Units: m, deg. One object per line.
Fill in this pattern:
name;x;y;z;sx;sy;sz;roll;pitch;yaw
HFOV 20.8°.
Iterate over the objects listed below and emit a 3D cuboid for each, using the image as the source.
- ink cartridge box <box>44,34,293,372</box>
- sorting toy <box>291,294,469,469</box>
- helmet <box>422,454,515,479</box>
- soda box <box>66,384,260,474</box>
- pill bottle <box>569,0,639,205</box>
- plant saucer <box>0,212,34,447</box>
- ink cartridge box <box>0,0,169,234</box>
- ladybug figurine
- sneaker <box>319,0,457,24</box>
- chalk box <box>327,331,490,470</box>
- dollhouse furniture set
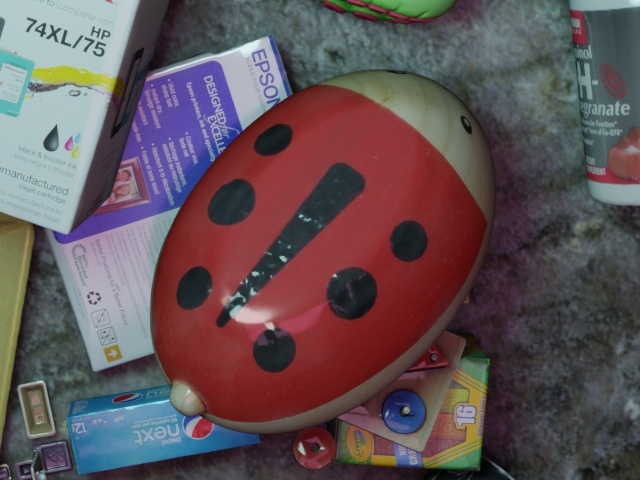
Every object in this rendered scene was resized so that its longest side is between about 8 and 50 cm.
ink cartridge box;-0.154;-0.042;1.935;0.307;0.072;0.303;-18;100;-3
sorting toy;0.077;0.131;1.857;0.132;0.046;0.274;23;79;0
helmet;0.161;0.338;1.984;0.169;0.169;0.161;46;78;-10
soda box;-0.177;0.206;1.977;0.210;0.067;0.071;-10;101;-1
pill bottle;0.361;-0.207;1.878;0.176;0.176;0.318;-8;101;-2
plant saucer;-0.500;0.112;1.887;0.333;0.081;0.333;5;101;-32
ink cartridge box;-0.285;-0.180;1.756;0.198;0.197;0.270;19;105;1
ladybug figurine;0.000;0.000;1.782;0.305;0.162;0.449;34;76;13
sneaker;-0.064;-0.385;1.838;0.483;0.185;0.202;20;87;-14
chalk box;0.072;0.174;1.953;0.213;0.132;0.132;2;100;-4
dollhouse furniture set;-0.338;0.224;1.963;0.091;0.081;0.114;-10;101;-2
